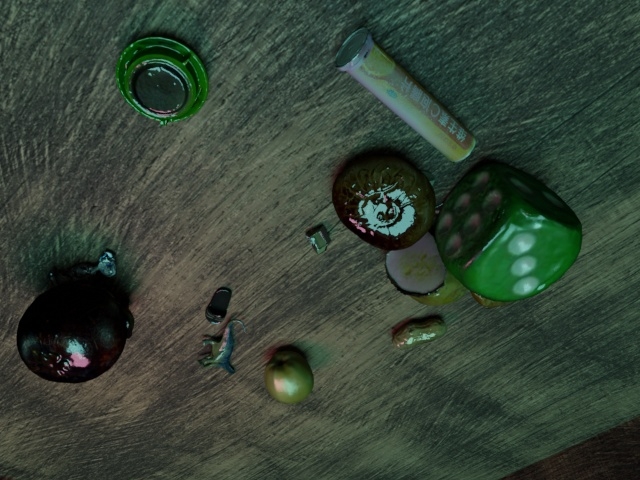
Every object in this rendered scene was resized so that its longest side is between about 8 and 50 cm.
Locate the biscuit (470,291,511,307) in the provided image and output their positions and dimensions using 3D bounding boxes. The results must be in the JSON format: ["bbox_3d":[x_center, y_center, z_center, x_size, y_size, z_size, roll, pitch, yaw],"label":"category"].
[{"bbox_3d":[0.629,0.123,1.710,0.274,0.091,0.213,-37,141,3],"label":"biscuit"}]

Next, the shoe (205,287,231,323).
[{"bbox_3d":[-0.349,0.236,1.740,0.071,0.049,0.179,14,128,-18],"label":"shoe"}]

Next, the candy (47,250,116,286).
[{"bbox_3d":[-0.728,0.092,1.571,0.226,0.051,0.094,-19,120,8],"label":"candy"}]

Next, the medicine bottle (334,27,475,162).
[{"bbox_3d":[0.225,-0.344,1.265,0.426,0.108,0.108,30,122,-31],"label":"medicine bottle"}]

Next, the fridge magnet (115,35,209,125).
[{"bbox_3d":[-0.363,-0.364,1.179,0.208,0.088,0.208,-3,132,-4],"label":"fridge magnet"}]

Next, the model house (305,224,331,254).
[{"bbox_3d":[0.000,0.000,1.577,0.058,0.057,0.083,-35,110,-10],"label":"model house"}]

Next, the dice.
[{"bbox_3d":[0.523,-0.025,1.456,0.300,0.287,0.297,17,128,-21],"label":"dice"}]

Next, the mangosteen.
[{"bbox_3d":[-0.734,0.269,1.539,0.330,0.330,0.330,-3,132,-4],"label":"mangosteen"}]

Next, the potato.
[{"bbox_3d":[0.370,0.111,1.635,0.229,0.229,0.266,-37,142,24],"label":"potato"}]

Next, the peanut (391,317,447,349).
[{"bbox_3d":[0.365,0.347,1.898,0.214,0.099,0.099,-12,132,6],"label":"peanut"}]

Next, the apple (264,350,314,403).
[{"bbox_3d":[-0.120,0.515,1.929,0.200,0.200,0.200,-3,132,-4],"label":"apple"}]

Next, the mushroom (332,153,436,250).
[{"bbox_3d":[0.171,-0.097,1.414,0.297,0.163,0.278,29,127,-4],"label":"mushroom"}]

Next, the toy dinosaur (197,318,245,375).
[{"bbox_3d":[-0.370,0.410,1.879,0.147,0.076,0.363,-9,136,-26],"label":"toy dinosaur"}]

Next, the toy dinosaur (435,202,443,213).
[{"bbox_3d":[0.304,-0.061,1.534,0.108,0.032,0.220,-32,170,-34],"label":"toy dinosaur"}]

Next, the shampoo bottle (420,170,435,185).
[{"bbox_3d":[0.276,-0.111,1.505,0.056,0.056,0.195,7,130,-13],"label":"shampoo bottle"}]
